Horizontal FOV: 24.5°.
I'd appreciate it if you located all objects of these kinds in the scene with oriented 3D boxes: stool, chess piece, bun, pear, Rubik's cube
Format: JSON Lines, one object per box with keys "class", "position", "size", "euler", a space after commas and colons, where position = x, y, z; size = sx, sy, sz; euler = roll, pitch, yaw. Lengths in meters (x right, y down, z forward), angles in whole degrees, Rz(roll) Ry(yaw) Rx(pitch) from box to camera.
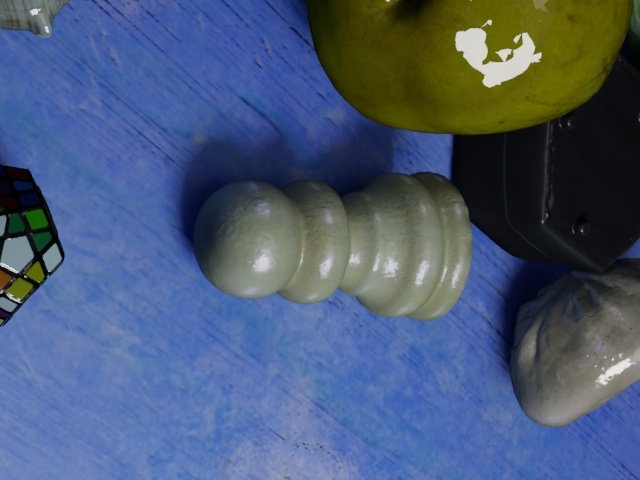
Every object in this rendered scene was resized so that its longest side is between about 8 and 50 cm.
{"class": "stool", "position": [0.256, -0.088, 1.532], "size": [0.232, 0.141, 0.232], "euler": [-7, 102, -38]}
{"class": "chess piece", "position": [0.000, 0.000, 1.359], "size": [0.251, 0.144, 0.144], "euler": [3, 96, -33]}
{"class": "bun", "position": [0.291, 0.094, 1.574], "size": [0.231, 0.231, 0.133], "euler": [-37, 87, -28]}
{"class": "pear", "position": [0.148, -0.226, 1.346], "size": [0.375, 0.287, 0.287], "euler": [12, 90, -61]}
{"class": "Rubik's cube", "position": [-0.263, 0.002, 1.151], "size": [0.112, 0.133, 0.133], "euler": [41, 70, -8]}

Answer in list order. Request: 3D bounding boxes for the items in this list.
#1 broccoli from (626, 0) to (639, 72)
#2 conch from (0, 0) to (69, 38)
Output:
{"class": "broccoli", "position": [0.388, -0.256, 1.587], "size": [0.254, 0.269, 0.269], "euler": [-63, 147, -71]}
{"class": "conch", "position": [-0.246, -0.232, 1.126], "size": [0.234, 0.114, 0.137], "euler": [16, 74, -34]}
